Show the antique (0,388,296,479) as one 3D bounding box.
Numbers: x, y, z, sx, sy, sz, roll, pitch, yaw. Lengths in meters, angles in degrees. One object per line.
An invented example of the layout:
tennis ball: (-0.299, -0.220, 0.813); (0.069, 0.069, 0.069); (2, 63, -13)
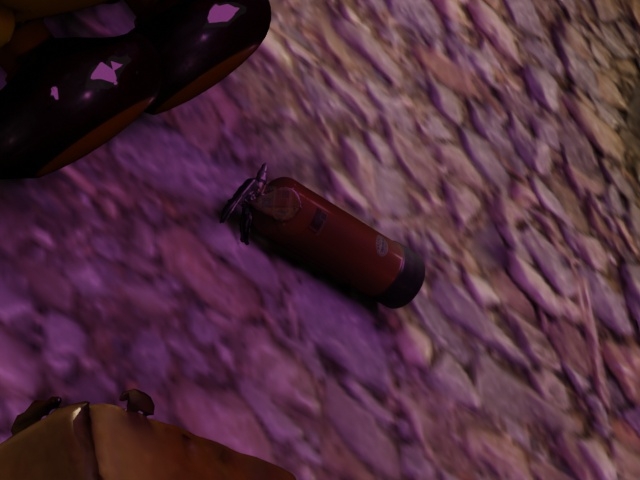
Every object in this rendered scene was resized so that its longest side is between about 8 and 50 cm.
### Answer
antique: (-0.021, 0.185, 0.376); (0.093, 0.087, 0.310); (25, 40, -46)

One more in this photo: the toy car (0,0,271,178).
toy car: (-0.074, -0.140, 0.571); (0.200, 0.142, 0.248); (53, 27, -3)

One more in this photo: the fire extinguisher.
fire extinguisher: (0.000, 0.000, 0.668); (0.083, 0.022, 0.028); (30, 68, -38)
